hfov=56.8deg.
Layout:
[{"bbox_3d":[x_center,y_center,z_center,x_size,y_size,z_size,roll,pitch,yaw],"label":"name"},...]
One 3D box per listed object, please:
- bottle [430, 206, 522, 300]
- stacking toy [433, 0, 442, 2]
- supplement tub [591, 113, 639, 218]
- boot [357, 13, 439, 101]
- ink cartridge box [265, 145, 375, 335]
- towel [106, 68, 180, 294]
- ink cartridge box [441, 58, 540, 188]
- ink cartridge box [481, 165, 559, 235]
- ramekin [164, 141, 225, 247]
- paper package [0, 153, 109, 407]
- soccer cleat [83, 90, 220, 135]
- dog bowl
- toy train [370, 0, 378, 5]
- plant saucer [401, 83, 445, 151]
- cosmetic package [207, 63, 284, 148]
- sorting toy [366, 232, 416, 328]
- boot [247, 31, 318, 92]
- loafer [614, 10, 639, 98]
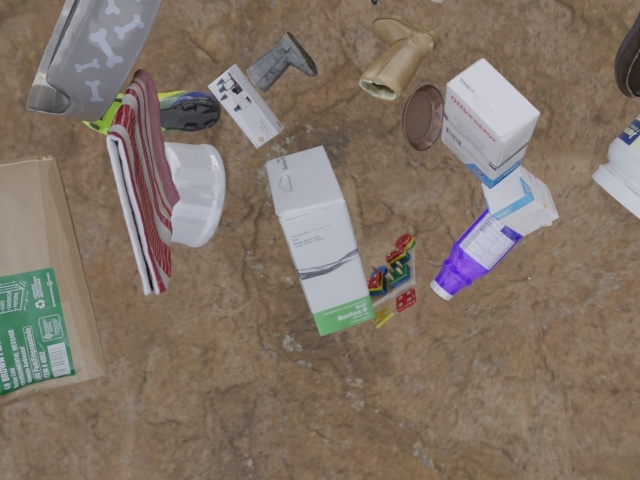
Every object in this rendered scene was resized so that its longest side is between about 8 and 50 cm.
[{"bbox_3d":[0.400,0.033,1.525,0.118,0.092,0.283,40,106,4],"label":"bottle"},{"bbox_3d":[0.245,-0.837,1.693,0.309,0.130,0.279,-1,62,-22],"label":"stacking toy"},{"bbox_3d":[0.745,-0.188,1.192,0.235,0.235,0.325,46,114,16],"label":"supplement tub"},{"bbox_3d":[0.190,-0.539,1.729,0.236,0.089,0.269,24,63,29],"label":"boot"},{"bbox_3d":[0.000,0.000,1.126,0.121,0.289,0.211,-17,38,-1],"label":"ink cartridge box"},{"bbox_3d":[-0.252,-0.100,0.874,0.037,0.329,0.237,-9,119,-6],"label":"towel"},{"bbox_3d":[0.301,-0.205,1.075,0.086,0.203,0.148,-36,71,-5],"label":"ink cartridge box"},{"bbox_3d":[0.427,-0.081,1.254,0.090,0.143,0.092,-34,44,36],"label":"ink cartridge box"},{"bbox_3d":[-0.371,-0.124,1.540,0.277,0.135,0.277,-12,74,52],"label":"ramekin"},{"bbox_3d":[-0.445,0.045,0.889,0.168,0.309,0.325,-13,98,-22],"label":"paper package"},{"bbox_3d":[-0.358,-0.272,1.261,0.289,0.121,0.093,-5,114,-17],"label":"soccer cleat"},{"bbox_3d":[-0.348,-0.346,0.937,0.349,0.102,0.349,-34,45,43],"label":"dog bowl"},{"bbox_3d":[0.171,-0.836,1.962,0.027,0.036,0.158,-4,65,-1],"label":"toy train"},{"bbox_3d":[0.300,-0.366,1.766,0.036,0.198,0.199,18,93,43],"label":"plant saucer"},{"bbox_3d":[-0.227,-0.406,1.807,0.099,0.060,0.239,-28,110,32],"label":"cosmetic package"},{"bbox_3d":[0.150,0.082,1.341,0.132,0.274,0.046,-33,113,25],"label":"sorting toy"},{"bbox_3d":[-0.131,-0.569,1.992,0.208,0.076,0.190,-38,82,26],"label":"boot"},{"bbox_3d":[0.810,-0.477,1.401,0.133,0.366,0.130,-11,49,-1],"label":"loafer"}]
